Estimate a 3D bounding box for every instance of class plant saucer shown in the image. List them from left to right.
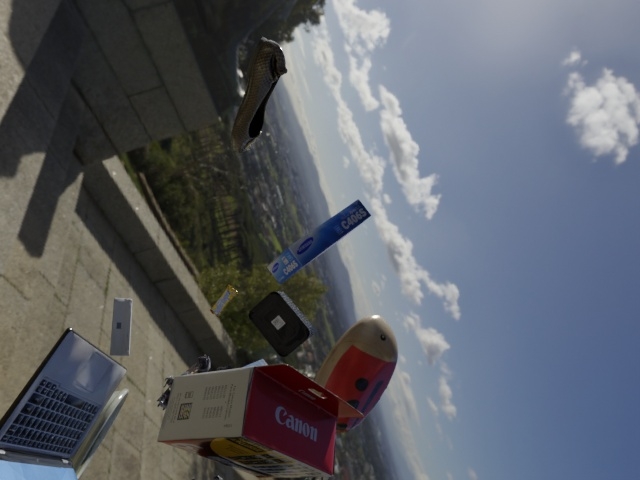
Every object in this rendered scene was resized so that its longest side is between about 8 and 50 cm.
[{"bbox_3d":[-0.854,0.713,1.847,0.100,0.400,0.400,30,8,-6],"label":"plant saucer"}]

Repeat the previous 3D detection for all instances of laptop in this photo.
[{"bbox_3d":[-0.519,0.472,1.123,0.382,0.236,0.408,94,20,-63],"label":"laptop"}]

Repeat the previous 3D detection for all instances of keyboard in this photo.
[{"bbox_3d":[-0.796,0.342,2.016,0.014,0.072,0.256,118,-32,-47],"label":"keyboard"}]

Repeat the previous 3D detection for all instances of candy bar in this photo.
[{"bbox_3d":[-0.310,0.195,1.616,0.040,0.161,0.018,39,38,-4],"label":"candy bar"}]

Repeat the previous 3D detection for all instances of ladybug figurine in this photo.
[{"bbox_3d":[0.114,0.463,1.666,0.162,0.449,0.305,35,12,36],"label":"ladybug figurine"}]

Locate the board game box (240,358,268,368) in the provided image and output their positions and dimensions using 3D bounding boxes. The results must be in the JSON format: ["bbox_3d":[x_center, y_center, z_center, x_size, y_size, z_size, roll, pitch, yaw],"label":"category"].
[{"bbox_3d":[-0.236,0.458,1.689,0.281,0.145,0.027,167,-96,-76],"label":"board game box"}]

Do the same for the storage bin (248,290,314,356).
[{"bbox_3d":[-0.120,0.256,1.563,0.180,0.122,0.084,49,3,8],"label":"storage bin"}]

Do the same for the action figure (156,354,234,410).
[{"bbox_3d":[-0.346,0.401,1.404,0.099,0.285,0.185,59,45,-28],"label":"action figure"}]

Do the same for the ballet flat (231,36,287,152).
[{"bbox_3d":[-0.105,-0.235,0.872,0.250,0.058,0.084,120,-7,-52],"label":"ballet flat"}]

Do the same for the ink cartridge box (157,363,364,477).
[{"bbox_3d":[-0.101,0.365,0.989,0.309,0.272,0.130,45,40,-42],"label":"ink cartridge box"}]

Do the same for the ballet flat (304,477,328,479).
[{"bbox_3d":[-0.007,0.531,1.119,0.041,0.114,0.041,35,9,-6],"label":"ballet flat"}]

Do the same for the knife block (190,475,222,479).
[{"bbox_3d":[-0.301,0.770,1.305,0.242,0.088,0.275,-66,153,-79],"label":"knife block"}]

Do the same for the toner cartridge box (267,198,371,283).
[{"bbox_3d":[0.000,0.000,1.624,0.075,0.348,0.165,52,-39,3],"label":"toner cartridge box"}]
